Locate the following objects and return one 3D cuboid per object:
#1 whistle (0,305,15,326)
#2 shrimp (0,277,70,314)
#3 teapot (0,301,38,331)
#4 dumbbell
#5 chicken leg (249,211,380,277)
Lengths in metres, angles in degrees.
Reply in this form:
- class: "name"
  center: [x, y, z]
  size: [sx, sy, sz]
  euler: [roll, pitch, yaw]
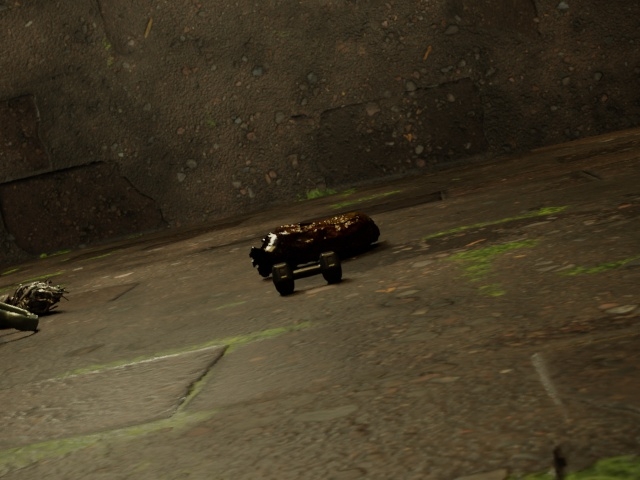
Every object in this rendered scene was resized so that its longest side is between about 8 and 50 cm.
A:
- class: "whistle"
  center: [-0.513, 0.118, 1.523]
  size: [0.176, 0.033, 0.033]
  euler: [-7, 8, 41]
- class: "shrimp"
  center: [-0.441, 0.090, 1.542]
  size: [0.165, 0.057, 0.065]
  euler: [-21, -16, 39]
- class: "teapot"
  center: [-0.490, 0.084, 1.323]
  size: [0.239, 0.163, 0.149]
  euler: [19, -5, -36]
- class: "dumbbell"
  center: [-0.017, 0.038, 1.190]
  size: [0.083, 0.036, 0.040]
  euler: [-14, 6, -5]
- class: "chicken leg"
  center: [0.000, 0.000, 1.410]
  size: [0.233, 0.063, 0.105]
  euler: [-13, 10, -23]
